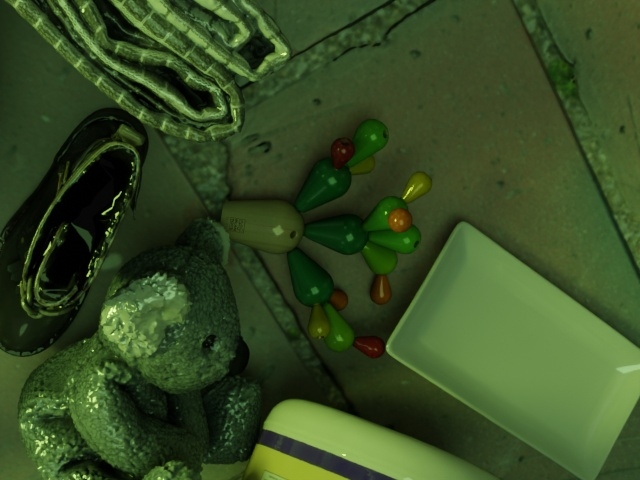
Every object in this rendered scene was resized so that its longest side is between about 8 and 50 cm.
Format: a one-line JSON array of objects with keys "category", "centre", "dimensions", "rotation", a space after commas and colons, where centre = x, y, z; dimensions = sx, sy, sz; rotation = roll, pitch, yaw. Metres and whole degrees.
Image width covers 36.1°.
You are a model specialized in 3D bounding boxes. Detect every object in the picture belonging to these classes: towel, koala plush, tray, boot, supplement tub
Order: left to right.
[{"category": "boot", "centre": [-0.208, 0.009, 0.769], "dimensions": [0.091, 0.229, 0.263], "rotation": [24, 101, -15]}, {"category": "towel", "centre": [-0.171, -0.195, 0.711], "dimensions": [0.284, 0.235, 0.121], "rotation": [36, 97, -18]}, {"category": "koala plush", "centre": [-0.140, 0.096, 0.822], "dimensions": [0.203, 0.196, 0.221], "rotation": [24, 115, 7]}, {"category": "supplement tub", "centre": [0.010, 0.329, 0.846], "dimensions": [0.241, 0.241, 0.331], "rotation": [27, 76, -16]}, {"category": "tray", "centre": [0.196, 0.111, 0.956], "dimensions": [0.270, 0.030, 0.145], "rotation": [34, 80, -17]}]

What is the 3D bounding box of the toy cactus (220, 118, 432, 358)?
[{"category": "toy cactus", "centre": [0.000, 0.000, 0.877], "dimensions": [0.180, 0.112, 0.219], "rotation": [7, 116, -1]}]
